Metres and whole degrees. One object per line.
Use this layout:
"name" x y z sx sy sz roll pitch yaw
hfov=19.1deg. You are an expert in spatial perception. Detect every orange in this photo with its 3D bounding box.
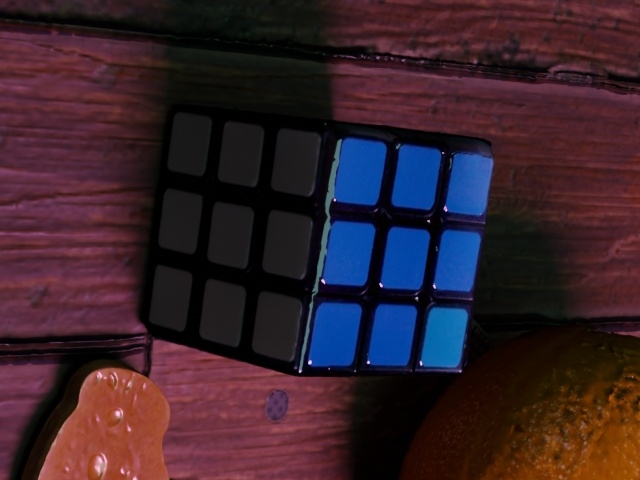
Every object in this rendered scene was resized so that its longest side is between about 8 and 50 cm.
"orange" 0.187 0.197 1.403 0.274 0.274 0.274 -10 105 -43

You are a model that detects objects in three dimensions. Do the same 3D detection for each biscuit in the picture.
"biscuit" -0.142 0.153 1.242 0.118 0.023 0.140 42 69 -41

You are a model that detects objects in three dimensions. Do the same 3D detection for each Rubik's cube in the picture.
"Rubik's cube" 0.000 0.000 1.255 0.160 0.163 0.162 4 93 -44

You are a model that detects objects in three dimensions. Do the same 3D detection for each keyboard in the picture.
"keyboard" 0.134 0.110 1.506 0.129 0.015 0.049 47 66 -39
